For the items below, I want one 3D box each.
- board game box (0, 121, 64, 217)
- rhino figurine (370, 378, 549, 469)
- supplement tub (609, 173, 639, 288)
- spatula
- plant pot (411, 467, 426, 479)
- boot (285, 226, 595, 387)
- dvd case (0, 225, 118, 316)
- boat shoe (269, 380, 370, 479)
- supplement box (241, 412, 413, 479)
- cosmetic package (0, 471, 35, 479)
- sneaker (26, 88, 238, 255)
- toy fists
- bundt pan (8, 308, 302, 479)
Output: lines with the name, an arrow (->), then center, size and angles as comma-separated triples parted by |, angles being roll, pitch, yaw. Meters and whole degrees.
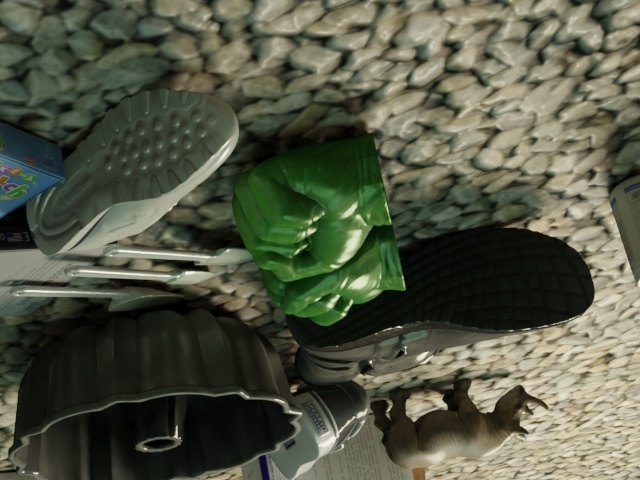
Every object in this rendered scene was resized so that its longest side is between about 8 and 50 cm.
board game box -> -0.345, -0.044, 1.093 | 0.211, 0.039, 0.160 | -26, 151, 29
rhino figurine -> 0.197, 0.253, 1.816 | 0.243, 0.106, 0.073 | -9, 154, -4
supplement tub -> 0.344, -0.010, 1.351 | 0.071, 0.107, 0.071 | -9, 154, -4
spatula -> -0.177, 0.038, 1.288 | 0.168, 0.019, 0.242 | -20, 168, 29
plant pot -> 0.097, 0.408, 2.022 | 0.166, 0.165, 0.167 | -8, 153, -4
boot -> 0.128, 0.083, 1.479 | 0.338, 0.118, 0.223 | -5, 160, 4
dvd case -> -0.330, 0.034, 1.201 | 0.238, 0.030, 0.179 | -4, 160, -44
boat shoe -> -0.010, 0.230, 1.683 | 0.102, 0.108, 0.301 | -26, 171, -20
supplement box -> 0.007, 0.323, 1.880 | 0.220, 0.114, 0.111 | -4, 152, -17
cosmetic package -> -0.357, 0.519, 1.817 | 0.217, 0.385, 0.156 | -5, 153, -14
sneaker -> -0.147, -0.059, 1.111 | 0.235, 0.090, 0.094 | -25, 162, 35
toy fists -> 0.000, 0.000, 1.253 | 0.142, 0.096, 0.279 | -12, 155, 4
bundt pan -> -0.189, 0.175, 1.488 | 0.330, 0.124, 0.331 | -8, 154, -4
